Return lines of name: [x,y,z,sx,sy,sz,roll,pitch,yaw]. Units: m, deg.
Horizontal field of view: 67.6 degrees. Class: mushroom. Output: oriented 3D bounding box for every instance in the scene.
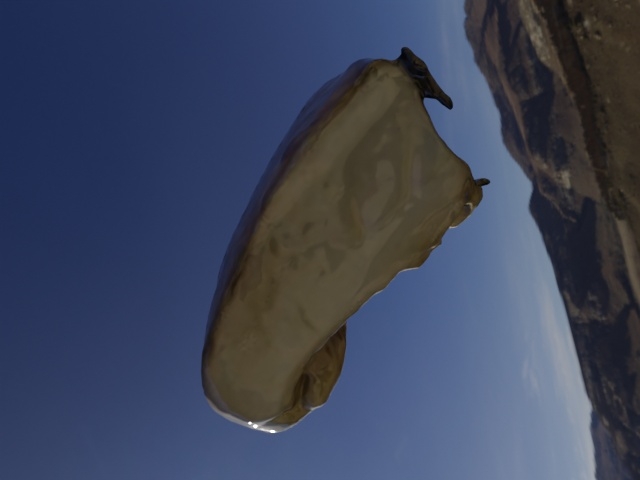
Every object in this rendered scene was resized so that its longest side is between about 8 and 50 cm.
mushroom: [-0.026,0.007,0.593,0.224,0.313,0.397,38,-97,-25]
